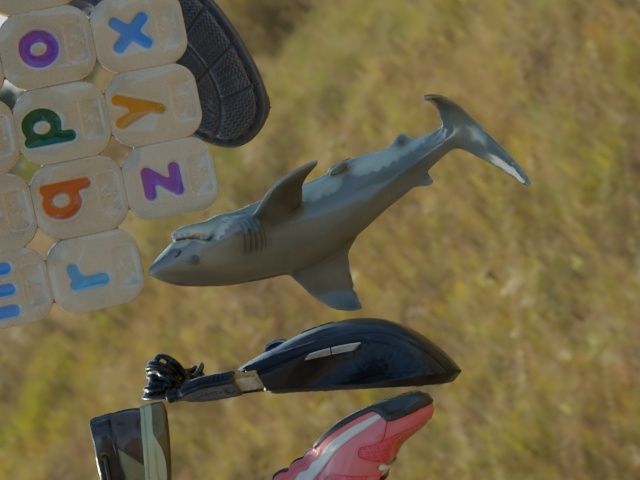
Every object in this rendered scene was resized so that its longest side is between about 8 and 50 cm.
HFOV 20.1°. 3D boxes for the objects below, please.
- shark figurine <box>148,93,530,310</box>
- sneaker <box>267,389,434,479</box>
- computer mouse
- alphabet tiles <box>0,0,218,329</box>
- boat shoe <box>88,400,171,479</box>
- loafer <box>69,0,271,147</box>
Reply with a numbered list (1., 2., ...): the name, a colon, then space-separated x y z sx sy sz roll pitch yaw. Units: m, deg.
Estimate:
1. shark figurine: 0.024 -0.010 1.364 0.278 0.116 0.166 -25 -5 10
2. sneaker: 0.031 0.294 2.102 0.314 0.136 0.116 -41 -10 19
3. computer mouse: -0.020 0.097 1.491 0.184 0.262 0.060 13 -106 -78
4. alphabet tiles: -0.226 -0.081 1.348 0.278 0.284 0.021 -13 3 -7
5. boat shoe: -0.110 0.155 1.022 0.056 0.049 0.152 -100 12 -61
6. loafer: -0.152 -0.207 1.609 0.109 0.302 0.095 -48 -3 18
